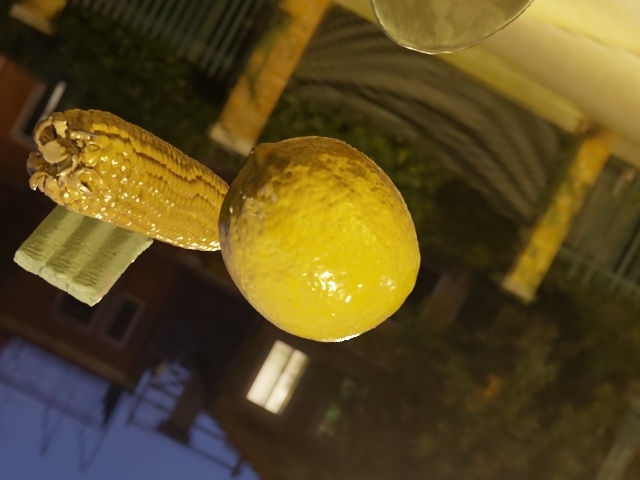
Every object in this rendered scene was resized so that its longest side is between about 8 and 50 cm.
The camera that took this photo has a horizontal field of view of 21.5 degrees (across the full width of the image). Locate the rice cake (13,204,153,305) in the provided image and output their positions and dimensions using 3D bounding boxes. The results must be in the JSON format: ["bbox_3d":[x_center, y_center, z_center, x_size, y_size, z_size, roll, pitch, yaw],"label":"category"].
[{"bbox_3d":[-0.261,-0.022,2.045,0.127,0.043,0.237,30,-134,0],"label":"rice cake"}]

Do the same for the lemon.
[{"bbox_3d":[0.000,-0.003,1.548,0.180,0.193,0.180,-10,-167,2],"label":"lemon"}]

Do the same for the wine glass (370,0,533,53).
[{"bbox_3d":[0.071,-0.430,1.894,0.267,0.267,0.406,23,-157,-50],"label":"wine glass"}]

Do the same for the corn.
[{"bbox_3d":[-0.177,-0.058,1.711,0.106,0.106,0.305,30,-176,32],"label":"corn"}]
